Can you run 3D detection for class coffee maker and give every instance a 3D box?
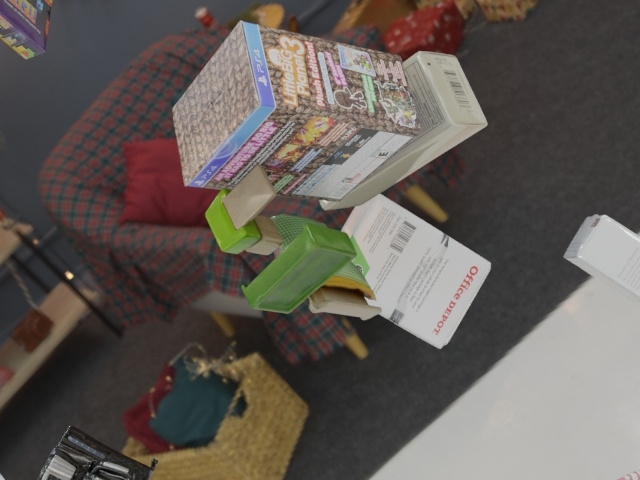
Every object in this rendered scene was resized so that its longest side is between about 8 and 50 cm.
[{"bbox_3d":[-0.404,0.422,1.679,0.120,0.178,0.171,-60,4,2],"label":"coffee maker"}]

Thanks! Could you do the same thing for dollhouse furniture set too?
[{"bbox_3d":[0.000,0.000,1.456,0.151,0.301,0.198,-44,57,25],"label":"dollhouse furniture set"}]

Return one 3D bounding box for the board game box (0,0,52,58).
[{"bbox_3d":[-0.533,-0.417,1.589,0.048,0.170,0.141,-15,59,21],"label":"board game box"}]

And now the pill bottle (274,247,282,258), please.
[{"bbox_3d":[-0.046,0.029,1.842,0.086,0.086,0.152,-38,22,1],"label":"pill bottle"}]

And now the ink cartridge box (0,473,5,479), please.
[{"bbox_3d":[-0.388,0.300,1.046,0.122,0.052,0.089,38,119,30],"label":"ink cartridge box"}]

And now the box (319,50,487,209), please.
[{"bbox_3d":[0.117,-0.186,1.634,0.311,0.148,0.121,-30,-14,37],"label":"box"}]

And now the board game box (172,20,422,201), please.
[{"bbox_3d":[-0.039,-0.183,1.414,0.232,0.291,0.141,-39,56,46],"label":"board game box"}]

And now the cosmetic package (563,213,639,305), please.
[{"bbox_3d":[0.500,0.055,1.439,0.086,0.231,0.117,-58,-4,2],"label":"cosmetic package"}]

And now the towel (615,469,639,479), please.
[{"bbox_3d":[0.283,0.294,1.069,0.144,0.197,0.029,-37,61,47],"label":"towel"}]

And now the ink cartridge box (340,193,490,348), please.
[{"bbox_3d":[0.171,0.060,1.927,0.211,0.289,0.121,-59,13,0],"label":"ink cartridge box"}]
